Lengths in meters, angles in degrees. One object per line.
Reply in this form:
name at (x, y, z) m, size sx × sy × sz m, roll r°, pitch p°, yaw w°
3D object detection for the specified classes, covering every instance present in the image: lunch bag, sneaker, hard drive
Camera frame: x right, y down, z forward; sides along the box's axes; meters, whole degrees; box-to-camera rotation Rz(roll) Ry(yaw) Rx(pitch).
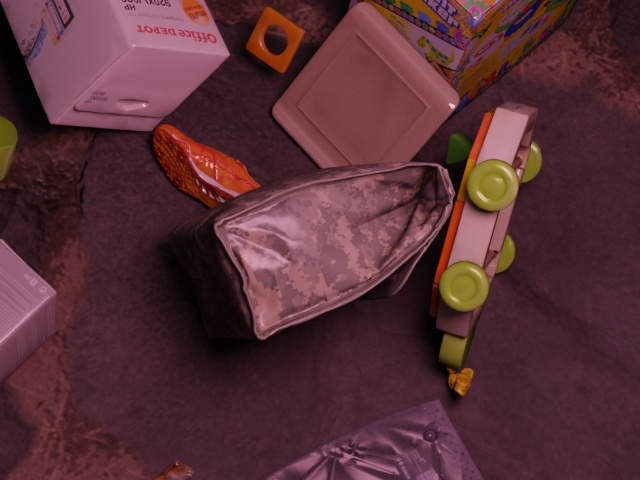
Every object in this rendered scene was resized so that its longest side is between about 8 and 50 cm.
lunch bag at (0.000, 0.000, 1.898) m, size 0.287 × 0.235 × 0.169 m, roll -24°, pitch 95°, yaw -18°
sneaker at (-0.133, -0.082, 2.037) m, size 0.175 × 0.064 × 0.067 m, roll 41°, pitch 46°, yaw 4°
hard drive at (0.060, 0.302, 1.880) m, size 0.254 × 0.054 × 0.172 m, roll -23°, pitch 70°, yaw -19°

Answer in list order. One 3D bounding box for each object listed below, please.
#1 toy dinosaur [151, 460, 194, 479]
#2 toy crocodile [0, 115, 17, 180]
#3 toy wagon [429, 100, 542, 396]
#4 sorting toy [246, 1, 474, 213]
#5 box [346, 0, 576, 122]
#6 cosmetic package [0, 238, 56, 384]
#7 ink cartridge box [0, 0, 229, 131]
toy dinosaur at (-0.237, 0.306, 1.835) m, size 0.211 × 0.064 × 0.112 m, roll -12°, pitch 49°, yaw -25°
toy crocodile at (-0.522, -0.092, 1.938) m, size 0.340 × 0.115 × 0.105 m, roll -9°, pitch 50°, yaw -16°
toy wagon at (0.185, 0.012, 1.928) m, size 0.068 × 0.267 × 0.344 m, roll 17°, pitch 102°, yaw 10°
sorting toy at (0.057, -0.170, 2.056) m, size 0.348 × 0.196 × 0.047 m, roll 47°, pitch 28°, yaw 10°
box at (0.200, -0.333, 2.082) m, size 0.290 × 0.279 × 0.177 m, roll -40°, pitch 77°, yaw -24°
cosmetic package at (-0.408, 0.128, 1.845) m, size 0.107 × 0.127 × 0.238 m, roll 42°, pitch 64°, yaw 11°
ink cartridge box at (-0.256, -0.273, 2.005) m, size 0.171 × 0.168 × 0.233 m, roll -1°, pitch 60°, yaw -50°
